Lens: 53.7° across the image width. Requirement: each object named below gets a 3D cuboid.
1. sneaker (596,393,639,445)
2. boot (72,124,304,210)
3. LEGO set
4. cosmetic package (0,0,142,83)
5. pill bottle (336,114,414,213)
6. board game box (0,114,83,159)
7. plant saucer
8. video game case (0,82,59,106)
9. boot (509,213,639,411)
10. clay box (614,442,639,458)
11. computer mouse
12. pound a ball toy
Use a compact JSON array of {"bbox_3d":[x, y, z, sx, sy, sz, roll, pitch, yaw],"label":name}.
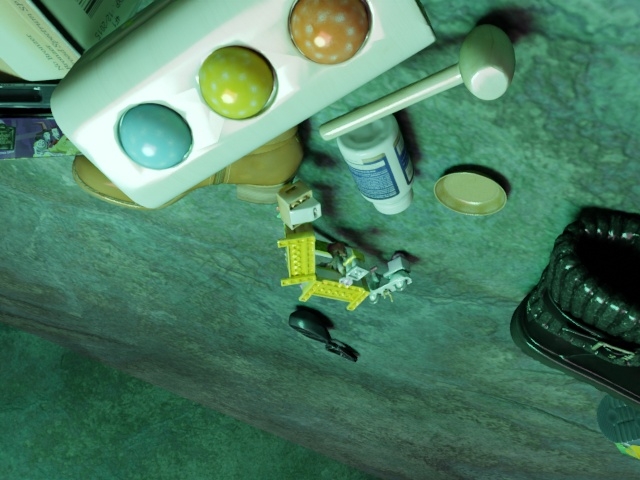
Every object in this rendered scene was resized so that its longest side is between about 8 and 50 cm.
[{"bbox_3d":[0.602,0.267,0.983,0.131,0.112,0.319,13,160,-26],"label":"sneaker"},{"bbox_3d":[-0.160,-0.116,0.713,0.284,0.109,0.220,9,159,0],"label":"boot"},{"bbox_3d":[0.000,0.000,0.860,0.132,0.107,0.287,-32,138,20],"label":"LEGO set"},{"bbox_3d":[-0.337,-0.243,0.604,0.296,0.129,0.153,3,150,29],"label":"cosmetic package"},{"bbox_3d":[0.067,-0.083,0.703,0.067,0.067,0.120,5,149,26],"label":"pill bottle"},{"bbox_3d":[-0.423,-0.125,0.746,0.347,0.208,0.056,12,112,46],"label":"board game box"},{"bbox_3d":[0.174,-0.058,0.735,0.084,0.015,0.083,15,153,8],"label":"plant saucer"},{"bbox_3d":[-0.360,-0.149,0.675,0.274,0.026,0.196,-5,-170,-19],"label":"video game case"},{"bbox_3d":[0.417,0.109,0.758,0.348,0.131,0.260,16,152,7],"label":"boot"},{"bbox_3d":[0.664,0.373,1.165,0.222,0.053,0.127,-1,146,36],"label":"clay box"},{"bbox_3d":[0.014,0.193,1.283,0.071,0.041,0.242,10,159,35],"label":"computer mouse"},{"bbox_3d":[-0.020,-0.126,0.503,0.319,0.135,0.208,-26,125,19],"label":"pound a ball toy"}]
